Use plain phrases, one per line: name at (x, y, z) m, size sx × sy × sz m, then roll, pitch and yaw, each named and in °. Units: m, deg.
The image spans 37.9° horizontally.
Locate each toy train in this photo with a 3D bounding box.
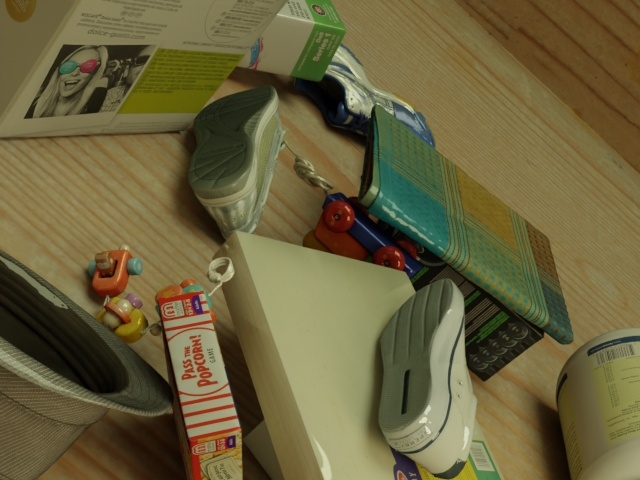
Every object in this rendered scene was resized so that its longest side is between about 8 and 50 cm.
toy train at (0.000, 0.000, 1.240) m, size 0.248 × 0.143 × 0.105 m, roll 42°, pitch 15°, yaw 8°
toy train at (-0.178, 0.045, 0.954) m, size 0.046 × 0.166 × 0.125 m, roll 65°, pitch 31°, yaw -49°

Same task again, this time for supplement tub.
supplement tub at (0.468, 0.306, 1.320) m, size 0.235 × 0.235 × 0.325 m, roll 35°, pitch 30°, yaw -16°

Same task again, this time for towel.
towel at (0.207, -0.024, 1.345) m, size 0.370 × 0.040 × 0.271 m, roll 35°, pitch 30°, yaw -17°

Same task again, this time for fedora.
fedora at (-0.265, 0.098, 0.739) m, size 0.275 × 0.124 × 0.244 m, roll 38°, pitch 1°, yaw -4°

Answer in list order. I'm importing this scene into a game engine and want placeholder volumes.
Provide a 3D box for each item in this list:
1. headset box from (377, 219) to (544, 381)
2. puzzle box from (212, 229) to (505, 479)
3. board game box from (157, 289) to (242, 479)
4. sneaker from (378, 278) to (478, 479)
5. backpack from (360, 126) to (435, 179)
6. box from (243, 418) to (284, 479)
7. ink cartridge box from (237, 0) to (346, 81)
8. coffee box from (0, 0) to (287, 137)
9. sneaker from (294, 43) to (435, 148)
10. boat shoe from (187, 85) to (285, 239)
headset box at (0.223, 0.045, 1.456) m, size 0.283 × 0.131 × 0.246 m, roll 40°, pitch 32°, yaw -7°
puzzle box at (0.056, 0.180, 0.964) m, size 0.272 × 0.052 × 0.409 m, roll 16°, pitch 40°, yaw -40°
board game box at (-0.106, 0.162, 0.840) m, size 0.045 × 0.193 × 0.146 m, roll -10°, pitch 50°, yaw -12°
sneaker at (0.116, 0.140, 0.965) m, size 0.091 × 0.094 × 0.258 m, roll 53°, pitch 30°, yaw -21°
backpack at (0.149, -0.134, 1.608) m, size 0.098 × 0.101 × 0.120 m, roll 40°, pitch 56°, yaw -18°
box at (0.024, 0.218, 1.023) m, size 0.130 × 0.091 × 0.170 m, roll 50°, pitch 30°, yaw 12°
ink cartridge box at (-0.125, -0.389, 1.551) m, size 0.278 × 0.117 × 0.201 m, roll 5°, pitch 44°, yaw -31°
coffee box at (-0.276, -0.363, 1.156) m, size 0.337 × 0.334 × 0.338 m, roll 53°, pitch 30°, yaw 16°
sneaker at (0.072, -0.225, 1.684) m, size 0.296 × 0.112 × 0.131 m, roll 39°, pitch 45°, yaw -2°
boat shoe at (-0.110, -0.119, 1.297) m, size 0.320 × 0.118 × 0.103 m, roll -89°, pitch 165°, yaw -57°
